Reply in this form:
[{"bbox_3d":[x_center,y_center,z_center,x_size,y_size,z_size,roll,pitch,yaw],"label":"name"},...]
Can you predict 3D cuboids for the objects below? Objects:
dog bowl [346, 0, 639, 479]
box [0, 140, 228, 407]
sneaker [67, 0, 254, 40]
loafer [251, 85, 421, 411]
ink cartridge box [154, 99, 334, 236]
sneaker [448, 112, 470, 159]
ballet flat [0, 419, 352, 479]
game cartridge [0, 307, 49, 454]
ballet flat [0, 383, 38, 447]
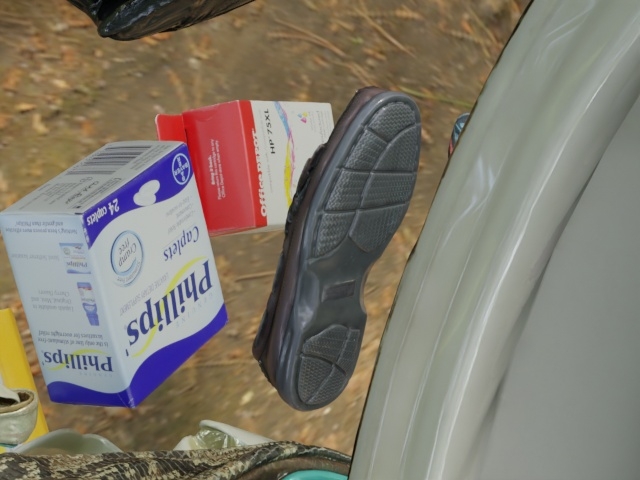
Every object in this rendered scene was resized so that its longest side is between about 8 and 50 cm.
[{"bbox_3d":[0.163,0.072,0.288,0.150,0.408,0.408,16,96,-27],"label":"dog bowl"},{"bbox_3d":[-0.131,0.020,1.019,0.072,0.126,0.137,1,115,30],"label":"box"},{"bbox_3d":[-0.029,-0.157,0.464,0.130,0.286,0.109,-34,65,-23],"label":"sneaker"},{"bbox_3d":[0.000,0.000,1.370,0.095,0.109,0.303,33,116,43],"label":"loafer"},{"bbox_3d":[-0.070,-0.076,1.645,0.078,0.231,0.134,-9,89,32],"label":"ink cartridge box"},{"bbox_3d":[0.237,-0.113,1.422,0.262,0.104,0.125,-20,55,-18],"label":"sneaker"},{"bbox_3d":[-0.099,0.195,1.102,0.182,0.483,0.164,33,101,34],"label":"ballet flat"},{"bbox_3d":[-0.370,0.247,1.456,0.052,0.285,0.324,-28,80,51],"label":"game cartridge"},{"bbox_3d":[-0.304,0.123,1.233,0.168,0.057,0.052,12,117,-27],"label":"ballet flat"}]
